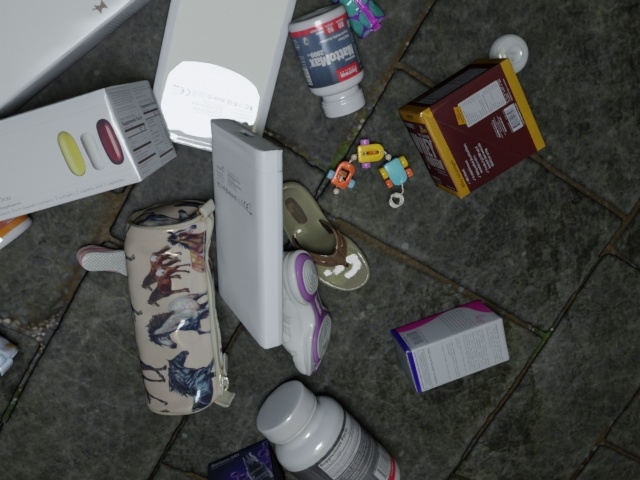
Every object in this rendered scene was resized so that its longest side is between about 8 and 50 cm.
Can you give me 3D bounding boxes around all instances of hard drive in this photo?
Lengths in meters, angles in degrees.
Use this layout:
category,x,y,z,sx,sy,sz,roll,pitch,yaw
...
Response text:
category,x,y,z,sx,sy,sz,roll,pitch,yaw
hard drive,-0.183,-0.324,1.025,0.210,0.040,0.318,13,103,-15
hard drive,-0.132,-0.016,0.999,0.047,0.233,0.353,-11,118,-28

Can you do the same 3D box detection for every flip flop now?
category,x,y,z,sx,sy,sz,roll,pitch,yaw
flip flop,0.000,0.000,1.134,0.112,0.080,0.277,-36,109,1

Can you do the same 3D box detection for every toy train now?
category,x,y,z,sx,sy,sz,roll,pitch,yaw
toy train,0.100,-0.136,1.135,0.166,0.046,0.125,20,102,-13

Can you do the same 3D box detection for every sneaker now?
category,x,y,z,sx,sy,sz,roll,pitch,yaw
sneaker,-0.405,0.036,1.087,0.134,0.070,0.051,9,96,-44
sneaker,-0.065,0.147,1.166,0.152,0.114,0.305,2,120,23

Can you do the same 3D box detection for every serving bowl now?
category,x,y,z,sx,sy,sz,roll,pitch,yaw
serving bowl,0.383,-0.373,1.130,0.083,0.027,0.083,-3,107,-10

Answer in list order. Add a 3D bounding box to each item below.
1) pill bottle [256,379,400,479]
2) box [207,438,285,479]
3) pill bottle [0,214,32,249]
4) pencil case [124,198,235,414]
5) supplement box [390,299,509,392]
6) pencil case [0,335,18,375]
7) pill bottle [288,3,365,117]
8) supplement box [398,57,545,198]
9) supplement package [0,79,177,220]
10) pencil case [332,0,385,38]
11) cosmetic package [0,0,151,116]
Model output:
category,x,y,z,sx,sy,sz,roll,pitch,yaw
pill bottle,0.015,0.452,1.217,0.176,0.176,0.318,-41,109,2
box,-0.152,0.550,1.196,0.153,0.207,0.108,-23,109,-5
pill bottle,-0.622,-0.074,0.969,0.121,0.121,0.216,-37,109,1
pencil case,-0.265,0.124,1.074,0.184,0.160,0.410,0,106,5
supplement box,0.285,0.230,1.241,0.220,0.111,0.113,-19,109,-5
pencil case,-0.689,0.149,1.023,0.124,0.113,0.273,-27,112,21
pill bottle,0.020,-0.324,1.026,0.108,0.108,0.180,-24,117,-4
supplement box,0.293,-0.221,1.102,0.194,0.129,0.191,-32,110,-1
supplement package,-0.407,-0.152,0.920,0.262,0.204,0.145,-15,108,6
pencil case,0.053,-0.446,1.021,0.064,0.070,0.151,-42,110,2
cosmetic package,-0.450,-0.392,0.892,0.385,0.156,0.217,-40,111,1
